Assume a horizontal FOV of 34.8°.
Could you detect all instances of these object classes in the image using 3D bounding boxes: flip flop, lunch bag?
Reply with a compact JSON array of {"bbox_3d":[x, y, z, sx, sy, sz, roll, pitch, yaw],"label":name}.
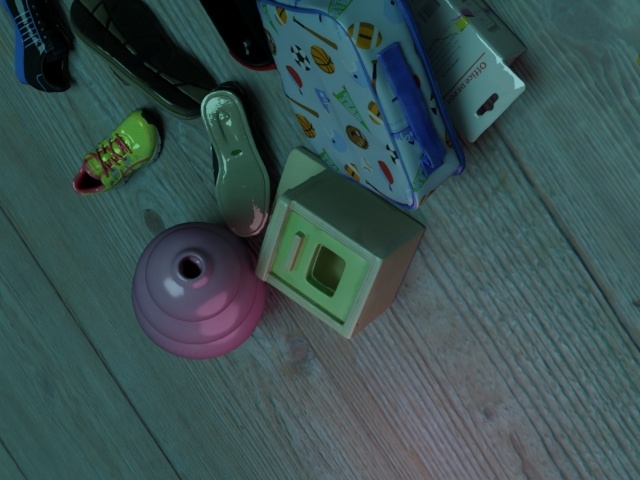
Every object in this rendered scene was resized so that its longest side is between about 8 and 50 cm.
[{"bbox_3d":[-0.273,-0.274,1.536,0.277,0.112,0.080,43,152,9],"label":"flip flop"},{"bbox_3d":[0.056,-0.184,1.235,0.243,0.115,0.303,28,152,52],"label":"lunch bag"}]

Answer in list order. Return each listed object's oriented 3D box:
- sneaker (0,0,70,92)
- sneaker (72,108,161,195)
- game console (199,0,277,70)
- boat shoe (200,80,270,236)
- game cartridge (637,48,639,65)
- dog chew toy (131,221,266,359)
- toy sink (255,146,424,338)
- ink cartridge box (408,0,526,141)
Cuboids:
[{"bbox_3d":[-0.450,-0.348,1.642,0.090,0.081,0.232,19,129,25],"label":"sneaker"},{"bbox_3d":[-0.333,-0.132,1.649,0.081,0.094,0.208,52,131,6],"label":"sneaker"},{"bbox_3d":[-0.071,-0.445,1.328,0.342,0.060,0.387,-29,94,37],"label":"game console"},{"bbox_3d":[-0.121,-0.119,1.516,0.084,0.079,0.233,-8,112,3],"label":"boat shoe"},{"bbox_3d":[0.468,-0.293,0.992,0.285,0.052,0.324,15,119,31],"label":"game cartridge"},{"bbox_3d":[-0.181,0.066,1.491,0.207,0.206,0.332,51,170,5],"label":"dog chew toy"},{"bbox_3d":[0.000,0.000,1.439,0.234,0.131,0.153,36,129,18],"label":"toy sink"},{"bbox_3d":[0.164,-0.231,1.242,0.198,0.067,0.115,50,132,8],"label":"ink cartridge box"}]
